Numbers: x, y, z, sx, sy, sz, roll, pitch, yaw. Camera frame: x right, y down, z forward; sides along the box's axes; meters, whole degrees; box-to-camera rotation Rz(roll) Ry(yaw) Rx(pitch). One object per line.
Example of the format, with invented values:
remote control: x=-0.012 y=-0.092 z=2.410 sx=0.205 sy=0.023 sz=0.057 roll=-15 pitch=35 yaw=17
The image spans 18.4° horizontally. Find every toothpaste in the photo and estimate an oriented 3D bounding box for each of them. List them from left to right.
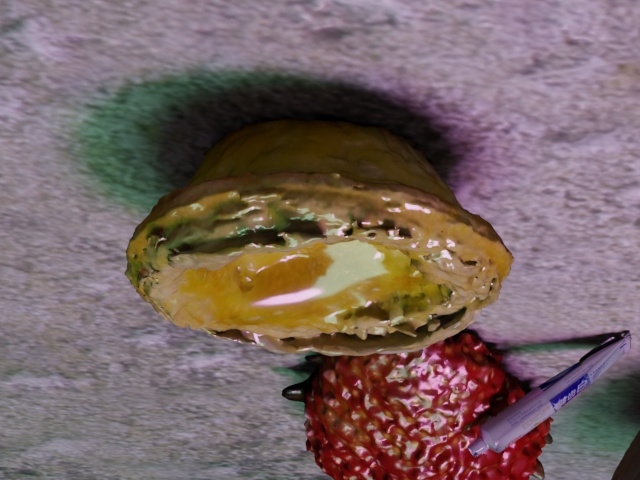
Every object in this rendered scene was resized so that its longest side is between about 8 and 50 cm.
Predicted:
toothpaste: x=0.198 y=0.134 z=1.701 sx=0.170 sy=0.028 sz=0.045 roll=-34 pitch=154 yaw=-6

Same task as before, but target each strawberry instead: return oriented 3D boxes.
strawberry: x=0.076 y=0.181 z=1.783 sx=0.233 sy=0.138 sz=0.306 roll=-6 pitch=158 yaw=21

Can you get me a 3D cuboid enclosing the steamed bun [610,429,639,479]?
steamed bun: x=0.389 y=0.255 z=1.730 sx=0.339 sy=0.352 sz=0.247 roll=-22 pitch=125 yaw=21

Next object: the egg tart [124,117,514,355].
egg tart: x=0.000 y=0.000 z=1.376 sx=0.288 sy=0.118 sz=0.288 roll=0 pitch=156 yaw=0
